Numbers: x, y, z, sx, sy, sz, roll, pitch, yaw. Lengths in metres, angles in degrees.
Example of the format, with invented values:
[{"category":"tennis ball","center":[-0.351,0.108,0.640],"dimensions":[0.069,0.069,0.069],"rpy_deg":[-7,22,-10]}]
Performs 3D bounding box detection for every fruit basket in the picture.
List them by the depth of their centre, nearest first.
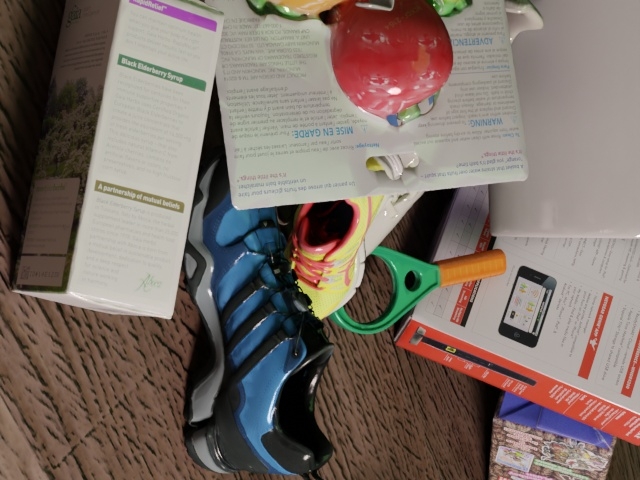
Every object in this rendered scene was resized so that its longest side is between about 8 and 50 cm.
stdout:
[{"category":"fruit basket","center":[0.030,-0.213,1.362],"dimensions":[0.327,0.165,0.353],"rpy_deg":[-8,95,-35]}]

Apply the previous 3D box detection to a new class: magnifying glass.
[{"category":"magnifying glass","center":[0.100,0.040,1.651],"dimensions":[0.231,0.026,0.092],"rpy_deg":[-10,100,-31]}]

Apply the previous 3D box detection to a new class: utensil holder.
[{"category":"utensil holder","center":[0.326,-0.194,1.611],"dimensions":[0.327,0.327,0.385],"rpy_deg":[0,90,-61]}]

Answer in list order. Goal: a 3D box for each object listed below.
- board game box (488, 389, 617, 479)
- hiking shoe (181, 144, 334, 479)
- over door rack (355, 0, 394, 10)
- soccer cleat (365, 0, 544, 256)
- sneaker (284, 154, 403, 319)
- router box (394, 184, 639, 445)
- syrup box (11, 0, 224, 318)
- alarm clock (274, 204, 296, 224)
[{"category":"board game box","center":[0.305,0.193,1.943],"dimensions":[0.291,0.141,0.232],"rpy_deg":[83,25,-61]},{"category":"hiking shoe","center":[-0.042,0.061,1.382],"dimensions":[0.113,0.132,0.304],"rpy_deg":[-22,114,-58]},{"category":"over door rack","center":[-0.112,-0.265,1.093],"dimensions":[0.324,0.239,0.108],"rpy_deg":[23,80,-60]},{"category":"soccer cleat","center":[0.097,-0.108,1.513],"dimensions":[0.116,0.143,0.331],"rpy_deg":[17,101,-52]},{"category":"sneaker","center":[0.000,0.000,1.458],"dimensions":[0.094,0.081,0.208],"rpy_deg":[-39,156,-52]},{"category":"router box","center":[0.280,0.022,1.793],"dimensions":[0.082,0.301,0.335],"rpy_deg":[115,-1,-63]},{"category":"syrup box","center":[-0.150,-0.067,1.177],"dimensions":[0.096,0.093,0.237],"rpy_deg":[15,81,-36]},{"category":"alarm clock","center":[-0.027,-0.110,1.449],"dimensions":[0.129,0.064,0.192],"rpy_deg":[-5,101,-65]}]
